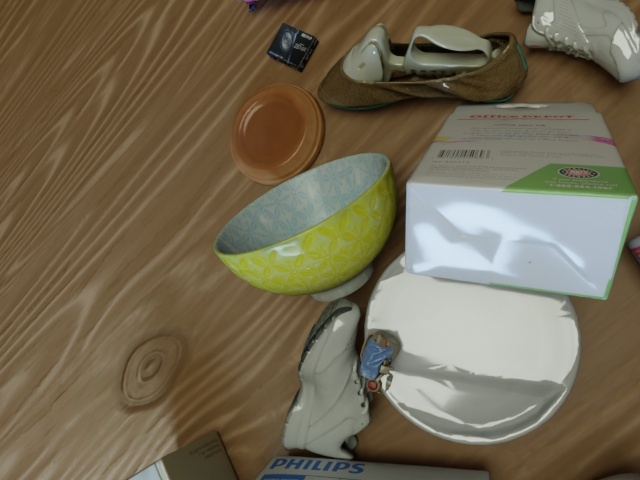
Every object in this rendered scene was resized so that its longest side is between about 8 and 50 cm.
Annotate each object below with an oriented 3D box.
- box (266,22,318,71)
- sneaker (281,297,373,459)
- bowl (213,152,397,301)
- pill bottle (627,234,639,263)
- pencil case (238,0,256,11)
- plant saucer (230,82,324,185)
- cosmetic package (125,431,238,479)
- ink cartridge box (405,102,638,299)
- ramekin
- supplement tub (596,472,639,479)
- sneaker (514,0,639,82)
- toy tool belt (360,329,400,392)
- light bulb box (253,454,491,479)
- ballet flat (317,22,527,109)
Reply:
[{"bbox_3d":[-0.054,-0.371,0.848,0.083,0.018,0.067,35,98,22],"label":"box"},{"bbox_3d":[0.027,0.217,0.679,0.129,0.111,0.297,16,120,10],"label":"sneaker"},{"bbox_3d":[0.000,0.000,0.685,0.289,0.289,0.156,-19,114,19],"label":"bowl"},{"bbox_3d":[0.469,0.050,0.546,0.087,0.087,0.160,-30,73,17],"label":"pill bottle"},{"bbox_3d":[-0.061,-0.506,0.830,0.209,0.095,0.098,-2,48,24],"label":"pencil case"},{"bbox_3d":[-0.090,-0.205,0.834,0.200,0.037,0.200,-3,83,21],"label":"plant saucer"},{"bbox_3d":[-0.190,0.504,0.726,0.113,0.160,0.309,-36,73,14],"label":"cosmetic package"},{"bbox_3d":[0.250,-0.083,0.574,0.207,0.353,0.119,7,122,23],"label":"ink cartridge box"},{"bbox_3d":[0.206,0.130,0.624,0.273,0.127,0.273,-3,82,22],"label":"ramekin"},{"bbox_3d":[0.394,0.454,0.447,0.241,0.241,0.331,-45,69,12],"label":"supplement tub"},{"bbox_3d":[0.365,-0.303,0.641,0.115,0.090,0.232,-32,64,23],"label":"sneaker"},{"bbox_3d":[0.072,0.161,0.578,0.052,0.051,0.083,15,91,23],"label":"toy tool belt"},{"bbox_3d":[0.031,0.461,0.516,0.358,0.361,0.225,-7,93,22],"label":"light bulb box"},{"bbox_3d":[0.141,-0.280,0.696,0.342,0.124,0.116,9,70,24],"label":"ballet flat"}]
